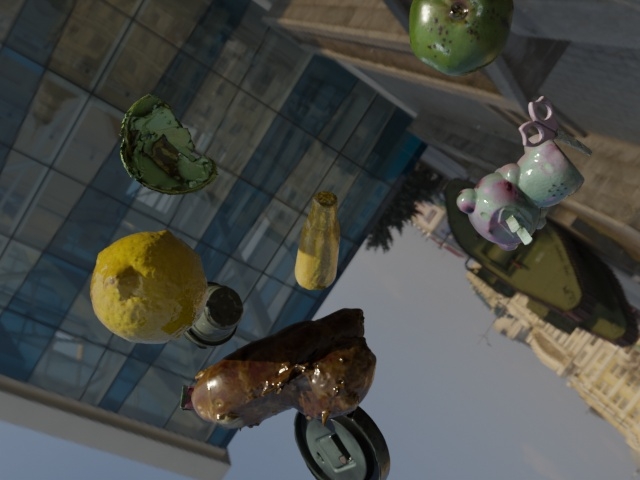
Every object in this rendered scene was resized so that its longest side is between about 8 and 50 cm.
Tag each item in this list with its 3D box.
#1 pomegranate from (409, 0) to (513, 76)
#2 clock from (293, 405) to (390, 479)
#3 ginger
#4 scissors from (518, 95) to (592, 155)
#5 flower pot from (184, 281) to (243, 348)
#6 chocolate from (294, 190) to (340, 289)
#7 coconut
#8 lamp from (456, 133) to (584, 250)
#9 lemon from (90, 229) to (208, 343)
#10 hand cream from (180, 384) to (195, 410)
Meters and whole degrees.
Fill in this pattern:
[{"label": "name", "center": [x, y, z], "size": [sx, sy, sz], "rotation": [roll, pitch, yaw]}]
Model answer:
[{"label": "pomegranate", "center": [0.246, -0.381, 1.063], "size": [0.181, 0.181, 0.224], "rotation": [33, -166, 0]}, {"label": "clock", "center": [0.059, 0.604, 1.747], "size": [0.325, 0.325, 0.067], "rotation": [37, -141, 24]}, {"label": "ginger", "center": [-0.069, 0.299, 1.252], "size": [0.254, 0.418, 0.176], "rotation": [-115, 6, -51]}, {"label": "scissors", "center": [0.519, -0.227, 1.291], "size": [0.212, 0.110, 0.021], "rotation": [20, -178, -22]}, {"label": "flower pot", "center": [-0.349, 0.233, 1.986], "size": [0.235, 0.235, 0.140], "rotation": [29, 147, -25]}, {"label": "chocolate", "center": [0.000, 0.000, 1.042], "size": [0.085, 0.085, 0.219], "rotation": [36, 147, 19]}, {"label": "coconut", "center": [-0.236, -0.134, 0.881], "size": [0.055, 0.133, 0.158], "rotation": [10, 130, 53]}, {"label": "lamp", "center": [0.544, -0.107, 1.588], "size": [0.247, 0.301, 0.247], "rotation": [38, -156, -28]}, {"label": "lemon", "center": [-0.347, 0.097, 1.222], "size": [0.233, 0.233, 0.288], "rotation": [36, 175, 16]}, {"label": "hand cream", "center": [-0.248, 0.447, 1.658], "size": [0.275, 0.050, 0.079], "rotation": [7, -175, -11]}]
